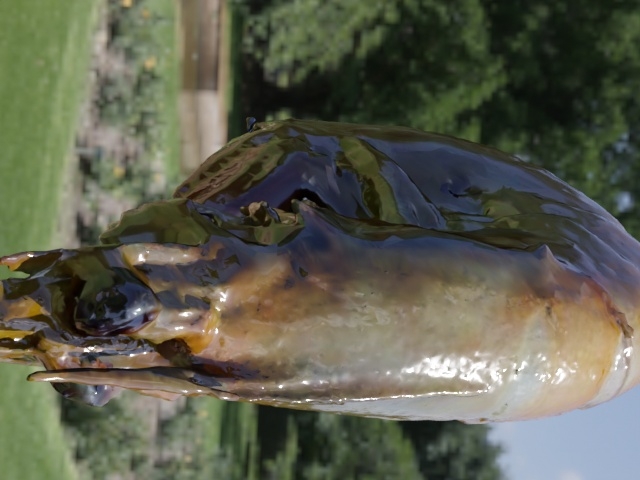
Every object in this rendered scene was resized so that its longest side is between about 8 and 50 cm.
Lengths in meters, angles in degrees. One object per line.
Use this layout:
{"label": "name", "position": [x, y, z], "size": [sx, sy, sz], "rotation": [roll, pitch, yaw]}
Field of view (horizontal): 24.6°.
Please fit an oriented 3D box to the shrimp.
{"label": "shrimp", "position": [0.000, 0.000, 0.461], "size": [0.152, 0.287, 0.063], "rotation": [52, -54, 37]}
